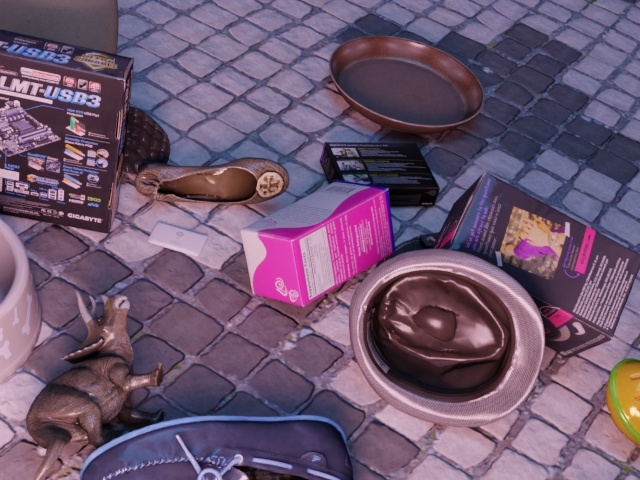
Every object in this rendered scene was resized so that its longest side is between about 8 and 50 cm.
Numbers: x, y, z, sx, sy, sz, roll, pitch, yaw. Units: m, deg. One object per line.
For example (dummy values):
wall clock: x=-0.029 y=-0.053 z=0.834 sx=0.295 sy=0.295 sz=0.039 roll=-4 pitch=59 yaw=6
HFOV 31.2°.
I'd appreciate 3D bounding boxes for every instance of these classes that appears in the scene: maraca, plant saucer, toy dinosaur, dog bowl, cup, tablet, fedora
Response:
maraca: x=0.479 y=0.252 z=1.634 sx=0.127 sy=0.099 sz=0.186 roll=-32 pitch=84 yaw=-39
plant saucer: x=0.164 y=-0.296 z=2.221 sx=0.310 sy=0.050 sz=0.310 roll=8 pitch=39 yaw=-7
toy dinosaur: x=-0.296 y=0.210 z=1.447 sx=0.160 sy=0.121 sz=0.313 roll=12 pitch=42 yaw=16
dog bowl: x=-0.547 y=0.065 z=1.526 sx=0.348 sy=0.102 sz=0.349 roll=9 pitch=40 yaw=-7
cup: x=-0.473 y=-0.369 z=1.936 sx=0.331 sy=0.331 sz=0.237 roll=-21 pitch=75 yaw=-36
tablet: x=-0.222 y=-0.003 z=1.784 sx=0.083 sy=0.006 sz=0.054 roll=17 pitch=39 yaw=2
fedora: x=0.179 y=0.129 z=1.622 sx=0.275 sy=0.244 sz=0.124 roll=12 pitch=9 yaw=11

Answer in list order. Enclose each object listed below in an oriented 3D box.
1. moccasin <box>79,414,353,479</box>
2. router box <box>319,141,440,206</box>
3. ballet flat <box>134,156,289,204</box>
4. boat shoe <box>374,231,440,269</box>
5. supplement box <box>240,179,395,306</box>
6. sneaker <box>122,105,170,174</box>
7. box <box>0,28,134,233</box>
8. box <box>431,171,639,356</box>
moccasin: x=-0.111 y=0.282 z=1.379 sx=0.342 sy=0.138 sz=0.117 roll=-5 pitch=48 yaw=-22
router box: x=0.102 y=-0.115 z=1.988 sx=0.179 sy=0.046 sz=0.133 roll=0 pitch=41 yaw=-18
ballet flat: x=-0.173 y=-0.091 z=1.840 sx=0.250 sy=0.084 sz=0.058 roll=1 pitch=25 yaw=-9
boat shoe: x=0.249 y=0.015 z=1.838 sx=0.335 sy=0.095 sz=0.112 roll=-2 pitch=42 yaw=-20
supplement box: x=0.000 y=0.000 z=1.740 sx=0.111 sy=0.114 sz=0.220 roll=12 pitch=29 yaw=43
sneaker: x=-0.385 y=-0.175 z=1.860 sx=0.283 sy=0.107 sz=0.124 roll=13 pitch=-5 yaw=-33
box: x=-0.435 y=-0.162 z=1.679 sx=0.295 sy=0.293 sz=0.073 roll=10 pitch=39 yaw=-5
box: x=0.310 y=0.041 z=1.702 sx=0.270 sy=0.165 sz=0.143 roll=28 pitch=71 yaw=-1
